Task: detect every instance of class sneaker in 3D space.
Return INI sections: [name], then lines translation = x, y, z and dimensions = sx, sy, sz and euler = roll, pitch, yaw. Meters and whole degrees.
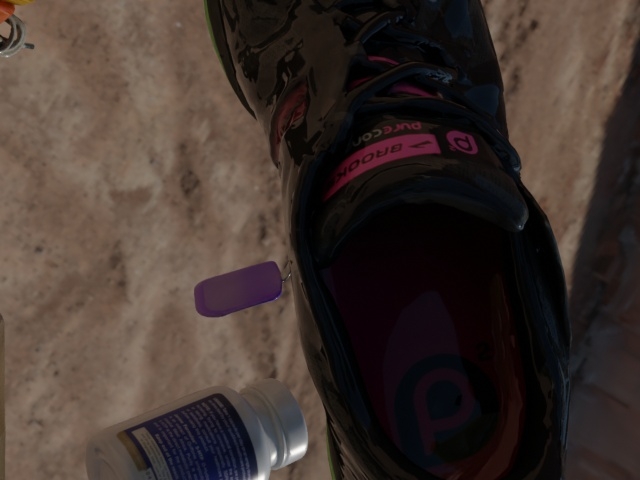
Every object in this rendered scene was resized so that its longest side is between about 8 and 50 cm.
[sneaker]
translation = 0.051, -0.050, 0.647
dimensions = 0.185, 0.483, 0.202
euler = -15, 168, -9

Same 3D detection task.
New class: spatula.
[spatula]
translation = 0.000, 0.000, 1.181
dimensions = 0.296, 0.084, 0.030
euler = -31, 118, 9

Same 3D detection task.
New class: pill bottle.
[pill bottle]
translation = -0.110, 0.197, 1.050
dimensions = 0.186, 0.112, 0.112
euler = -19, 140, -31

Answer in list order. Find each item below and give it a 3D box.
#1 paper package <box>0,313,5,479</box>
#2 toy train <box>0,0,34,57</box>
[paper package]
translation = -0.249, 0.114, 0.245
dimensions = 0.325, 0.309, 0.168
euler = -95, -175, -85
[toy train]
translation = -0.249, -0.205, 0.915
dimensions = 0.248, 0.143, 0.105
euler = 10, 71, -68
